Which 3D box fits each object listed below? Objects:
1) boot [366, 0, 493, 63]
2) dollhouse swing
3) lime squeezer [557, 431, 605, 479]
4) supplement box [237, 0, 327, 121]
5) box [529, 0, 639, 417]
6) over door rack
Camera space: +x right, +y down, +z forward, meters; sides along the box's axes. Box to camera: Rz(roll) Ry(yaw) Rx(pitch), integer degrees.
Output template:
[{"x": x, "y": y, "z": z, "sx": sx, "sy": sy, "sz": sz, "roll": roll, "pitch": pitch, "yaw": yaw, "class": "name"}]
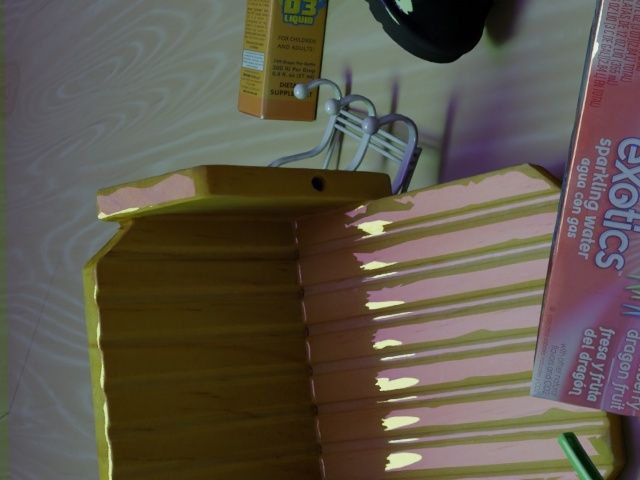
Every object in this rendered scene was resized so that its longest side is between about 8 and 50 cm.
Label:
[{"x": 0.134, "y": -0.356, "z": 1.014, "sx": 0.260, "sy": 0.131, "sz": 0.347, "roll": -28, "pitch": 64, "yaw": 59, "class": "boot"}, {"x": 0.023, "y": 0.100, "z": 0.962, "sx": 0.305, "sy": 0.315, "sz": 0.346, "roll": -15, "pitch": 78, "yaw": 50, "class": "dollhouse swing"}, {"x": 0.272, "y": 0.233, "z": 0.799, "sx": 0.310, "sy": 0.059, "sz": 0.109, "roll": 19, "pitch": 122, "yaw": 51, "class": "lime squeezer"}, {"x": -0.044, "y": -0.264, "z": 1.414, "sx": 0.080, "sy": 0.078, "sz": 0.233, "roll": 23, "pitch": 111, "yaw": 61, "class": "supplement box"}, {"x": 0.223, "y": -0.049, "z": 0.711, "sx": 0.154, "sy": 0.142, "sz": 0.299, "roll": -62, "pitch": -21, "yaw": -57, "class": "box"}, {"x": 0.000, "y": 0.000, "z": 1.273, "sx": 0.239, "sy": 0.108, "sz": 0.324, "roll": -138, "pitch": 53, "yaw": -64, "class": "over door rack"}]
